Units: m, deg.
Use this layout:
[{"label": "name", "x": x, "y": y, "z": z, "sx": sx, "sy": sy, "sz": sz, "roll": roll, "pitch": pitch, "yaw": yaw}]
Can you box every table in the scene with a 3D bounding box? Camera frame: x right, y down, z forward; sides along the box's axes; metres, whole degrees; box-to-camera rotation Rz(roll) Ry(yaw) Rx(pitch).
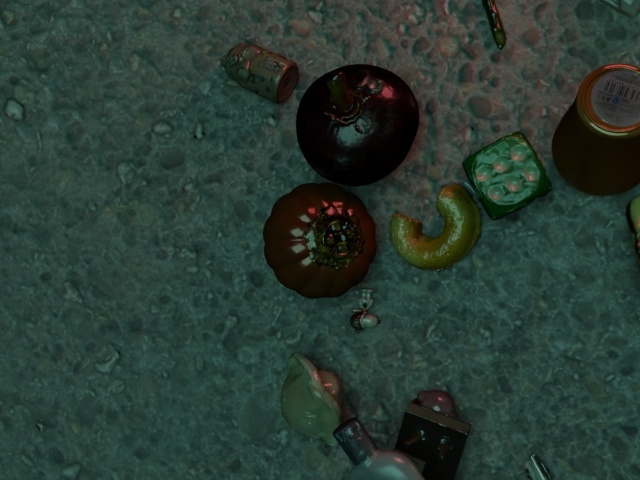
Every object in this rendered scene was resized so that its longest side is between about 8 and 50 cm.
[{"label": "table", "x": 0.178, "y": 0.440, "z": 1.786, "sx": 0.122, "sy": 0.111, "sz": 0.240, "roll": 18, "pitch": 111, "yaw": 15}]

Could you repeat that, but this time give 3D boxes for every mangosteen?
[{"label": "mangosteen", "x": 0.060, "y": -0.227, "z": 1.790, "sx": 0.236, "sy": 0.261, "sz": 0.235, "roll": -6, "pitch": 69, "yaw": 15}]

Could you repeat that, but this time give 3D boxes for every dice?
[{"label": "dice", "x": 0.340, "y": -0.118, "z": 1.779, "sx": 0.128, "sy": 0.120, "sz": 0.131, "roll": -27, "pitch": 84, "yaw": 7}]

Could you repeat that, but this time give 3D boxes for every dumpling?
[{"label": "dumpling", "x": -0.009, "y": 0.308, "z": 1.865, "sx": 0.136, "sy": 0.118, "sz": 0.199, "roll": -14, "pitch": 98, "yaw": 57}]

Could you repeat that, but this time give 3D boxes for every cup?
[{"label": "cup", "x": 0.518, "y": -0.203, "z": 1.679, "sx": 0.226, "sy": 0.264, "sz": 0.182, "roll": -28, "pitch": 73, "yaw": 1}]

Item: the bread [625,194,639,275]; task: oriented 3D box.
[{"label": "bread", "x": 0.671, "y": 0.001, "z": 1.665, "sx": 0.264, "sy": 0.198, "sz": 0.236, "roll": -11, "pitch": 78, "yaw": 13}]

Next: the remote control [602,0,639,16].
[{"label": "remote control", "x": 0.609, "y": -0.566, "z": 1.759, "sx": 0.109, "sy": 0.055, "sz": 0.313, "roll": 34, "pitch": 98, "yaw": 14}]

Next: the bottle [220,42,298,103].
[{"label": "bottle", "x": -0.129, "y": -0.339, "z": 1.934, "sx": 0.152, "sy": 0.099, "sz": 0.099, "roll": 28, "pitch": 96, "yaw": 16}]

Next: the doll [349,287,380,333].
[{"label": "doll", "x": 0.082, "y": 0.135, "z": 1.892, "sx": 0.058, "sy": 0.040, "sz": 0.085, "roll": -12, "pitch": 90, "yaw": 2}]

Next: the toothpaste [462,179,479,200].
[{"label": "toothpaste", "x": 0.305, "y": -0.083, "z": 1.850, "sx": 0.083, "sy": 0.015, "sz": 0.024, "roll": 41, "pitch": 98, "yaw": 7}]

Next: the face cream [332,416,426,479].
[{"label": "face cream", "x": 0.121, "y": 0.442, "z": 1.705, "sx": 0.144, "sy": 0.071, "sz": 0.291, "roll": -35, "pitch": 92, "yaw": 28}]

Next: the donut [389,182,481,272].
[{"label": "donut", "x": 0.217, "y": -0.017, "z": 1.841, "sx": 0.181, "sy": 0.078, "sz": 0.146, "roll": -25, "pitch": 81, "yaw": 15}]

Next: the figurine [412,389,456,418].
[{"label": "figurine", "x": 0.217, "y": 0.314, "z": 1.835, "sx": 0.083, "sy": 0.067, "sz": 0.071, "roll": 47, "pitch": 139, "yaw": 12}]

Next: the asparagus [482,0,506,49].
[{"label": "asparagus", "x": 0.306, "y": -0.475, "z": 1.853, "sx": 0.034, "sy": 0.027, "sz": 0.236, "roll": -22, "pitch": 83, "yaw": 3}]

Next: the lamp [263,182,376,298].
[{"label": "lamp", "x": 0.000, "y": 0.000, "z": 1.836, "sx": 0.223, "sy": 0.196, "sz": 0.223, "roll": 1, "pitch": 87, "yaw": -23}]

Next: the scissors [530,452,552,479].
[{"label": "scissors", "x": 0.428, "y": 0.475, "z": 1.796, "sx": 0.085, "sy": 0.022, "sz": 0.176, "roll": -27, "pitch": 84, "yaw": 18}]
